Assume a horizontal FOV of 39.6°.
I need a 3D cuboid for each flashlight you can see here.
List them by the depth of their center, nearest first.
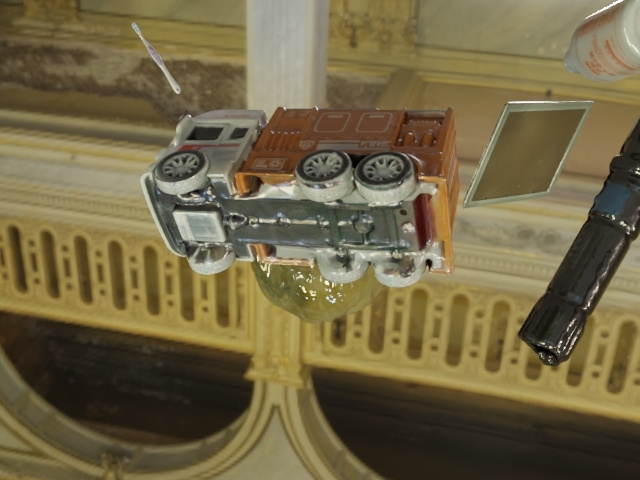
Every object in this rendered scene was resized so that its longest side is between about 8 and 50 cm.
[{"bbox_3d":[0.427,-0.007,1.318,0.103,0.103,0.423,26,-99,36],"label":"flashlight"}]

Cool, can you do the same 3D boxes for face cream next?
[{"bbox_3d":[0.402,-0.270,1.228,0.101,0.101,0.252,-4,-179,-10],"label":"face cream"}]

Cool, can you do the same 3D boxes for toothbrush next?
[{"bbox_3d":[-0.261,-0.291,1.419,0.011,0.131,0.013,-36,-170,-14],"label":"toothbrush"}]

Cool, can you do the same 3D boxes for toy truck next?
[{"bbox_3d":[-0.015,-0.074,1.142,0.388,0.173,0.206,3,-135,17],"label":"toy truck"}]

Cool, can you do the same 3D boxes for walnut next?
[{"bbox_3d":[-0.001,-0.001,1.617,0.253,0.276,0.282,1,-157,-5],"label":"walnut"}]

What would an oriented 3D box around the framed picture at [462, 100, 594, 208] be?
[{"bbox_3d":[0.380,-0.161,1.634,0.274,0.217,0.017,-7,-143,-42],"label":"framed picture"}]
